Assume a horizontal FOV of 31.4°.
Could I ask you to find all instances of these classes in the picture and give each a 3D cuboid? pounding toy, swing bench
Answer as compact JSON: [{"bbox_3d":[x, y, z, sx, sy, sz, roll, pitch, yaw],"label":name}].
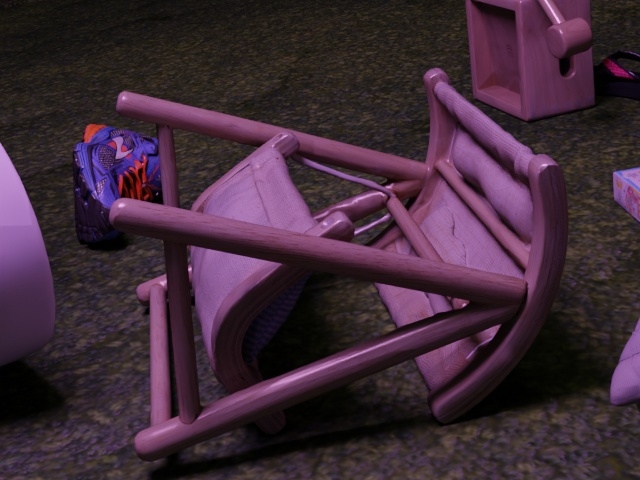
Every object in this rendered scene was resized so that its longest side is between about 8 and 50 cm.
[{"bbox_3d":[0.237,-0.222,1.173,0.094,0.181,0.206,-14,22,-15],"label":"pounding toy"},{"bbox_3d":[0.000,0.000,0.741,0.254,0.165,0.253,-5,20,-7],"label":"swing bench"}]

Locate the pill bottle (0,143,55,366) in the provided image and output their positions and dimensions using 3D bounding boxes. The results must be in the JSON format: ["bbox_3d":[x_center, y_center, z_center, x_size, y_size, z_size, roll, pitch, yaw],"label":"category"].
[{"bbox_3d":[-0.361,0.050,0.674,0.363,0.210,0.210,-22,25,-30],"label":"pill bottle"}]

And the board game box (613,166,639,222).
[{"bbox_3d":[0.301,-0.027,0.870,0.103,0.026,0.154,-10,22,-3],"label":"board game box"}]

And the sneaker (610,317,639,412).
[{"bbox_3d":[0.251,0.098,0.511,0.262,0.121,0.099,36,8,36],"label":"sneaker"}]

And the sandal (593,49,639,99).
[{"bbox_3d":[0.337,-0.178,1.217,0.067,0.040,0.179,-20,24,-26],"label":"sandal"}]

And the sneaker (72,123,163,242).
[{"bbox_3d":[-0.186,-0.063,1.075,0.087,0.083,0.221,-2,25,-5],"label":"sneaker"}]
